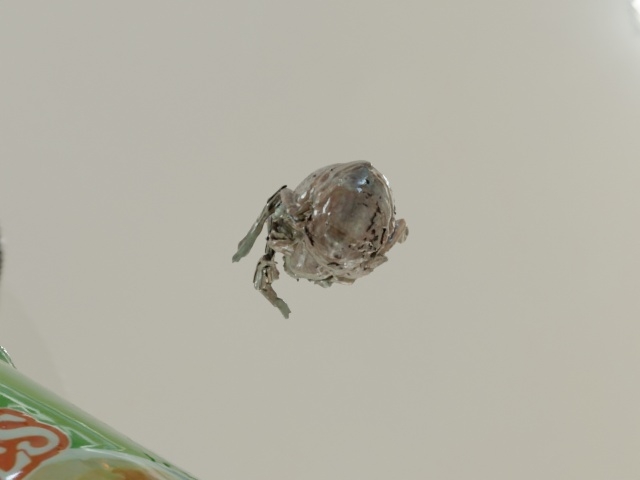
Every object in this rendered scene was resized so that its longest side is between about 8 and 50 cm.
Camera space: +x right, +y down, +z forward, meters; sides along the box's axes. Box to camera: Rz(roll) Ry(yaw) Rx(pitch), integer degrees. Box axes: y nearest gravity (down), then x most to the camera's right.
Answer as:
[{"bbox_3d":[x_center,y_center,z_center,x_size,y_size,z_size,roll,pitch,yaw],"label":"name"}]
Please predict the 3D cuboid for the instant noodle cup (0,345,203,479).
[{"bbox_3d":[-0.092,0.156,0.651,0.232,0.207,0.207,18,-145,28],"label":"instant noodle cup"}]

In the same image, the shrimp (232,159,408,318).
[{"bbox_3d":[0.000,-0.001,0.939,0.075,0.190,0.073,35,-105,-12],"label":"shrimp"}]
